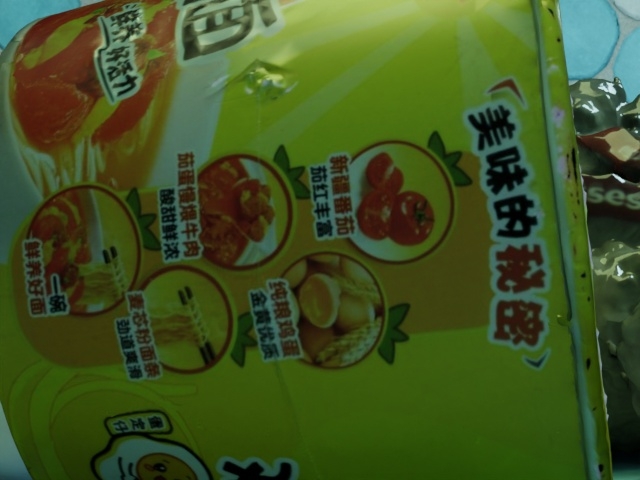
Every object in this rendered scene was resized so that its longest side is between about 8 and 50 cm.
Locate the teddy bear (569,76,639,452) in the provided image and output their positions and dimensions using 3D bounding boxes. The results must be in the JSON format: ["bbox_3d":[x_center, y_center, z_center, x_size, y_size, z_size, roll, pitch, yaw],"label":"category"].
[{"bbox_3d":[0.244,0.019,0.778,0.367,0.224,0.357,-7,11,32],"label":"teddy bear"}]

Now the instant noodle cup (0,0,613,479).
[{"bbox_3d":[0.000,0.000,0.519,0.200,0.264,0.264,-6,-3,9],"label":"instant noodle cup"}]

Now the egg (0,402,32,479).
[{"bbox_3d":[-0.225,0.100,1.043,0.183,0.183,0.217,-9,-4,23],"label":"egg"}]
